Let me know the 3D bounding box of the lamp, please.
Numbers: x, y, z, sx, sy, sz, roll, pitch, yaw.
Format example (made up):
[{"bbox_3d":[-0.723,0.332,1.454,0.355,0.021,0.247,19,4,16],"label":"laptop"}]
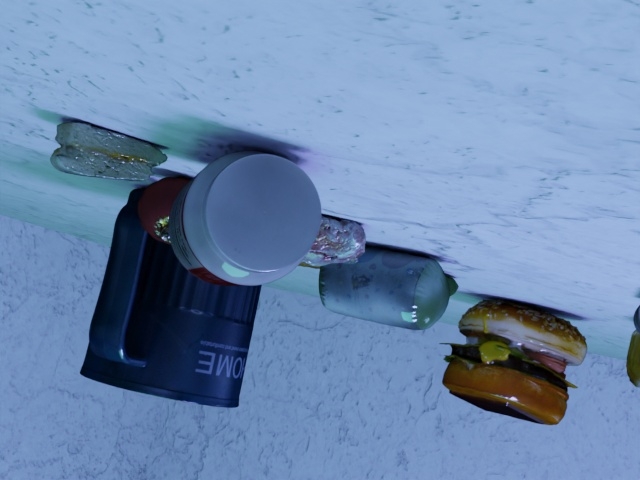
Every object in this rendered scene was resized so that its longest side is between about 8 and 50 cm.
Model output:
[{"bbox_3d":[-0.184,-0.038,1.253,0.101,0.090,0.101,-1,141,-1],"label":"lamp"}]

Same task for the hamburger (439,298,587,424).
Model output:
[{"bbox_3d":[0.397,0.243,1.999,0.290,0.225,0.291,17,168,4],"label":"hamburger"}]

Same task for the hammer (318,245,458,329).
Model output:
[{"bbox_3d":[0.148,0.080,1.624,0.206,0.119,0.335,12,-179,29],"label":"hammer"}]

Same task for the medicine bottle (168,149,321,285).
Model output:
[{"bbox_3d":[-0.080,-0.019,0.983,0.131,0.131,0.250,14,174,-12],"label":"medicine bottle"}]

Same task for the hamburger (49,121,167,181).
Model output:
[{"bbox_3d":[-0.232,-0.090,1.048,0.121,0.054,0.084,8,176,-29],"label":"hamburger"}]

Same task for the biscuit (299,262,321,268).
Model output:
[{"bbox_3d":[0.030,0.041,1.845,0.247,0.029,0.118,12,167,16],"label":"biscuit"}]

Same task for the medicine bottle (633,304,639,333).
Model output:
[{"bbox_3d":[0.473,0.110,1.379,0.057,0.058,0.199,11,175,16],"label":"medicine bottle"}]

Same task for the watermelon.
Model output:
[{"bbox_3d":[0.000,0.000,1.334,0.187,0.071,0.139,18,168,-41],"label":"watermelon"}]

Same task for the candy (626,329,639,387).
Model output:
[{"bbox_3d":[0.663,0.216,1.689,0.259,0.118,0.260,11,172,2],"label":"candy"}]

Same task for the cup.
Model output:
[{"bbox_3d":[-0.231,0.077,1.458,0.307,0.292,0.242,19,172,-41],"label":"cup"}]
